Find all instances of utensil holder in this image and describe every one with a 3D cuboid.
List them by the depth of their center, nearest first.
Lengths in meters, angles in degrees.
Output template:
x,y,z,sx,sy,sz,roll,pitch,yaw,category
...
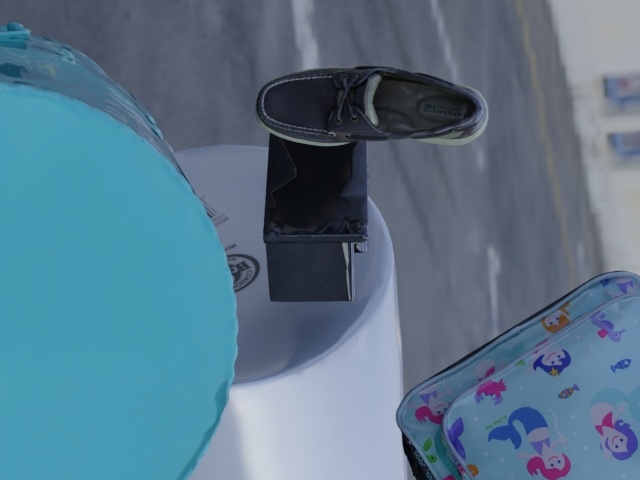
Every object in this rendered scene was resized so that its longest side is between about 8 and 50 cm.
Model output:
x,y,z,sx,sy,sz,roll,pitch,yaw,category
-0.078,0.155,1.445,0.327,0.328,0.385,-80,170,-46,utensil holder

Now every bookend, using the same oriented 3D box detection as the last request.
x,y,z,sx,sy,sz,roll,pitch,yaw,category
0.000,0.000,1.170,0.157,0.072,0.156,-88,177,-48,bookend

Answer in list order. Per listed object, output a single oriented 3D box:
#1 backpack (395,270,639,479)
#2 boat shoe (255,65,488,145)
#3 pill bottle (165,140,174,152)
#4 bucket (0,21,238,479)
x,y,z,sx,sy,sz,roll,pitch,yaw,category
0.198,0.169,1.104,0.253,0.225,0.191,59,-5,8,backpack
0.032,-0.090,1.020,0.049,0.152,0.056,61,29,-80,boat shoe
-0.224,-0.082,1.587,0.193,0.108,0.108,31,56,-70,pill bottle
-0.176,0.031,0.800,0.183,0.281,0.281,-146,-131,-73,bucket
